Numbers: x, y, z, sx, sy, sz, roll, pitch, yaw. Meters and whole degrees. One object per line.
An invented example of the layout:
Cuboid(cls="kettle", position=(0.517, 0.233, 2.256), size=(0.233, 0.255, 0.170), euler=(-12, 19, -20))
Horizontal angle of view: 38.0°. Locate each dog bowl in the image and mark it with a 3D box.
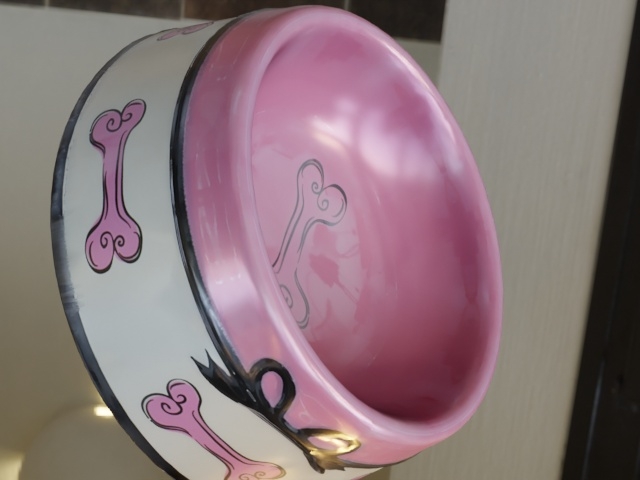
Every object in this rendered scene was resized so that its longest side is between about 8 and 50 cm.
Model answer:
Cuboid(cls="dog bowl", position=(0.000, 0.000, 0.737), size=(0.150, 0.408, 0.408), euler=(-18, 175, 37))
